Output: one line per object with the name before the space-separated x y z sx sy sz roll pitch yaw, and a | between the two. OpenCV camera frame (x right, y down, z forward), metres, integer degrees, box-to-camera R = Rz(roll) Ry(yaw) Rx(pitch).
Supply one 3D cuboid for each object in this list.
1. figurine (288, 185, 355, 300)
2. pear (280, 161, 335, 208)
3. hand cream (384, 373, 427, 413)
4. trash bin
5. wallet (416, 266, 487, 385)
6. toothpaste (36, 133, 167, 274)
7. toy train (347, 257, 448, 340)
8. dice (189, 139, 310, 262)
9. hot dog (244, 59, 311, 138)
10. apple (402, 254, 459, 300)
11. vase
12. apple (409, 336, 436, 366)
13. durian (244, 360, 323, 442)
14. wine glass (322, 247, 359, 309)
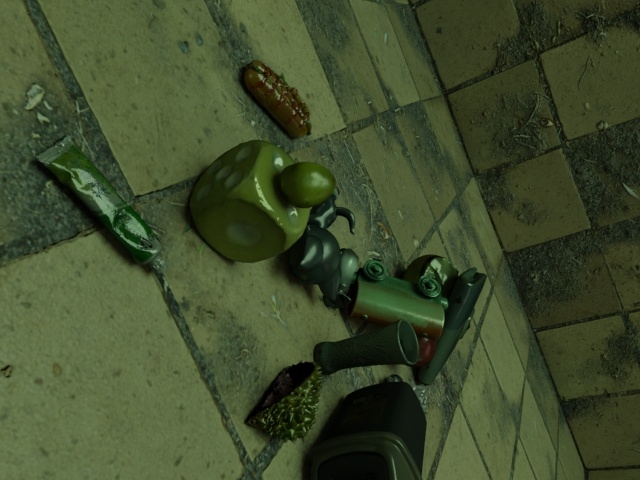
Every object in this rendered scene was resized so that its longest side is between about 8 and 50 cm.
figurine | 0.005 -0.002 1.255 0.265 0.140 0.193 -57 145 -27
pear | -0.022 -0.097 0.957 0.092 0.097 0.092 6 90 -84
hand cream | 0.242 0.422 1.505 0.257 0.050 0.084 39 46 -49
trash bin | 0.109 0.434 1.114 0.182 0.209 0.290 64 24 -10
wallet | 0.411 0.260 1.667 0.252 0.083 0.360 -13 127 -60
toothpaste | -0.318 -0.045 0.818 0.248 0.047 0.078 55 31 -23
toy train | 0.198 0.163 1.403 0.286 0.116 0.177 18 47 -7
dice | -0.129 -0.073 1.025 0.166 0.169 0.169 50 35 -35
hot dog | -0.094 -0.350 1.346 0.250 0.076 0.104 42 40 -38
apple | 0.344 0.149 1.709 0.188 0.174 0.207 -56 144 -16
vase | 0.095 0.240 1.177 0.096 0.219 0.096 35 46 -46
apple | 0.249 0.274 1.501 0.120 0.153 0.153 1 68 -18
durian | -0.036 0.311 1.018 0.108 0.119 0.187 62 29 -8
wine glass | 0.053 0.095 1.343 0.072 0.072 0.155 53 34 -30
